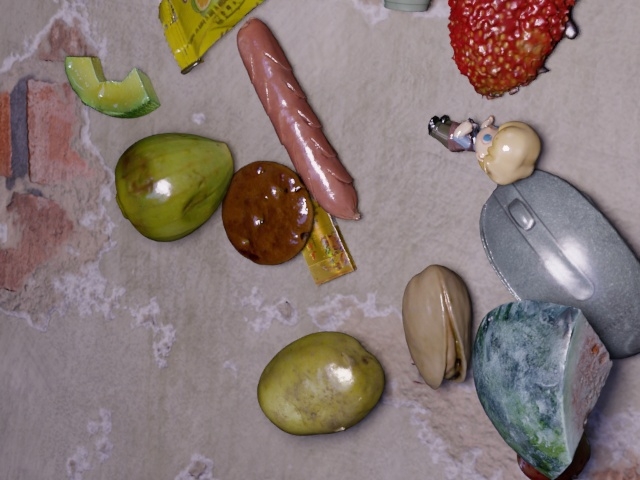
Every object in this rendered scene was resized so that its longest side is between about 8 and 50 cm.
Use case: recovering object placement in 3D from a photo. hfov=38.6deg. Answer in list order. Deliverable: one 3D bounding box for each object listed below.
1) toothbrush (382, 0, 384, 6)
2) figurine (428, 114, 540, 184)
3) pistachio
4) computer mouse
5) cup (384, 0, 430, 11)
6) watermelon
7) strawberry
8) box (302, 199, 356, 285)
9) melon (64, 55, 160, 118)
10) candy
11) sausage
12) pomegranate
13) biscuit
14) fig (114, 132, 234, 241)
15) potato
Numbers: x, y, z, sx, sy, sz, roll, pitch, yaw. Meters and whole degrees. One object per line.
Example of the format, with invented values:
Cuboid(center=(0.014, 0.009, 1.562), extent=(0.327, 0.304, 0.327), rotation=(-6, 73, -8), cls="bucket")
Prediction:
Cuboid(center=(0.125, -0.527, 1.623), extent=(0.019, 0.016, 0.219), rotation=(7, 102, 28), cls="toothbrush")
Cuboid(center=(0.284, -0.172, 1.572), extent=(0.196, 0.114, 0.108), rotation=(32, 111, 31), cls="figurine")
Cuboid(center=(0.212, 0.153, 1.629), extent=(0.136, 0.136, 0.225), rotation=(-4, 97, 21), cls="pistachio")
Cuboid(center=(0.422, 0.042, 1.543), extent=(0.374, 0.114, 0.203), rotation=(47, 112, 9), cls="computer mouse")
Cuboid(center=(0.156, -0.469, 1.575), extent=(0.120, 0.120, 0.141), rotation=(9, 115, 19), cls="cup")
Cuboid(center=(0.384, 0.199, 1.511), extent=(0.214, 0.319, 0.289), rotation=(-2, 131, -19), cls="watermelon")
Cuboid(center=(0.316, -0.389, 1.508), extent=(0.234, 0.138, 0.306), rotation=(2, 97, 19), cls="strawberry")
Cuboid(center=(0.000, 0.000, 1.745), extent=(0.089, 0.022, 0.156), rotation=(-22, 89, 25), cls="box")
Cuboid(center=(-0.424, -0.309, 1.841), extent=(0.210, 0.064, 0.117), rotation=(10, 96, 17), cls="melon")
Cuboid(center=(-0.183, -0.461, 1.706), extent=(0.297, 0.081, 0.187), rotation=(-34, 63, 21), cls="candy")
Cuboid(center=(-0.045, -0.219, 1.696), extent=(0.088, 0.088, 0.433), rotation=(-29, 87, 22), cls="sausage")
Cuboid(center=(0.389, 0.357, 1.597), extent=(0.159, 0.129, 0.129), rotation=(27, 107, 16), cls="pomegranate")
Cuboid(center=(-0.107, -0.053, 1.755), extent=(0.212, 0.036, 0.212), rotation=(5, 99, 31), cls="biscuit")
Cuboid(center=(-0.282, -0.110, 1.739), extent=(0.230, 0.207, 0.207), rotation=(-26, 88, 23), cls="fig")
Cuboid(center=(0.002, 0.271, 1.718), extent=(0.228, 0.149, 0.197), rotation=(-46, 68, 19), cls="potato")
